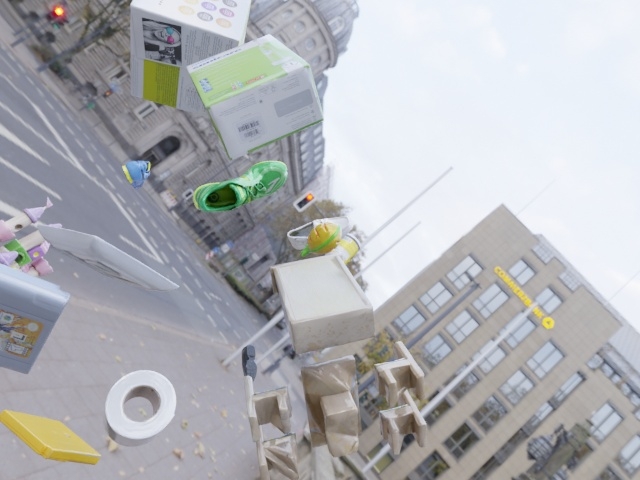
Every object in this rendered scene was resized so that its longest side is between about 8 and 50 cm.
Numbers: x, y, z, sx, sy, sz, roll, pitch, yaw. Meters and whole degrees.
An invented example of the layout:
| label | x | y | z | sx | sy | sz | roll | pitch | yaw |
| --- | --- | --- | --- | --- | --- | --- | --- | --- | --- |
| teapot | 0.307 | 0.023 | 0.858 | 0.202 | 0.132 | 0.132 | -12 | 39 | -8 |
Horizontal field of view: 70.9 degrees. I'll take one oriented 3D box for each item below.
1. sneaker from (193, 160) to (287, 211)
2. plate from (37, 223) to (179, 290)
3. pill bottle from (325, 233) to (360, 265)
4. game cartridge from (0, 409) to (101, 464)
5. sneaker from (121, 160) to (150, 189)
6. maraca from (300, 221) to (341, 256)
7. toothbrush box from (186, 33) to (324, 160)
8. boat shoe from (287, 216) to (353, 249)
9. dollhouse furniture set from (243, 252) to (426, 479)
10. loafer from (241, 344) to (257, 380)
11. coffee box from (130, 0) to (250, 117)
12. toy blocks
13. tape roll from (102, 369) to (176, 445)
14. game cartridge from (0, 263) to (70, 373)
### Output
| label | x | y | z | sx | sy | sz | roll | pitch | yaw |
| --- | --- | --- | --- | --- | --- | --- | --- | --- | --- |
| sneaker | -0.228 | -0.146 | 1.339 | 0.123 | 0.295 | 0.109 | 47 | -22 | 61 |
| plate | -0.545 | 0.055 | 1.145 | 0.278 | 0.045 | 0.277 | 9 | -23 | 34 |
| pill bottle | 0.098 | 0.071 | 2.249 | 0.119 | 0.208 | 0.119 | 32 | -29 | 21 |
| game cartridge | -1.061 | 0.781 | 1.771 | 0.285 | 0.052 | 0.323 | 23 | -21 | 22 |
| sneaker | -0.585 | -0.217 | 1.464 | 0.069 | 0.082 | 0.209 | 65 | -15 | -5 |
| maraca | 0.000 | 0.000 | 1.544 | 0.186 | 0.127 | 0.099 | -29 | -73 | 42 |
| toothbrush box | -0.144 | -0.310 | 0.937 | 0.283 | 0.206 | 0.122 | 57 | -11 | 48 |
| boat shoe | -0.004 | -0.041 | 1.840 | 0.096 | 0.277 | 0.098 | 54 | 19 | -53 |
| dollhouse furniture set | 0.011 | 0.266 | 0.992 | 0.256 | 0.362 | 0.394 | -121 | -158 | -65 |
| loafer | -0.326 | 0.560 | 2.027 | 0.062 | 0.061 | 0.170 | 21 | 54 | -38 |
| coffee box | -0.447 | -0.687 | 1.570 | 0.338 | 0.334 | 0.337 | 119 | -22 | -50 |
| toy blocks | -0.951 | 0.036 | 1.466 | 0.309 | 0.260 | 0.288 | 35 | -37 | 24 |
| tape roll | -0.682 | 0.632 | 1.690 | 0.246 | 0.246 | 0.169 | 50 | -41 | 8 |
| game cartridge | -0.694 | 0.176 | 0.980 | 0.198 | 0.297 | 0.062 | 25 | 32 | -27 |
